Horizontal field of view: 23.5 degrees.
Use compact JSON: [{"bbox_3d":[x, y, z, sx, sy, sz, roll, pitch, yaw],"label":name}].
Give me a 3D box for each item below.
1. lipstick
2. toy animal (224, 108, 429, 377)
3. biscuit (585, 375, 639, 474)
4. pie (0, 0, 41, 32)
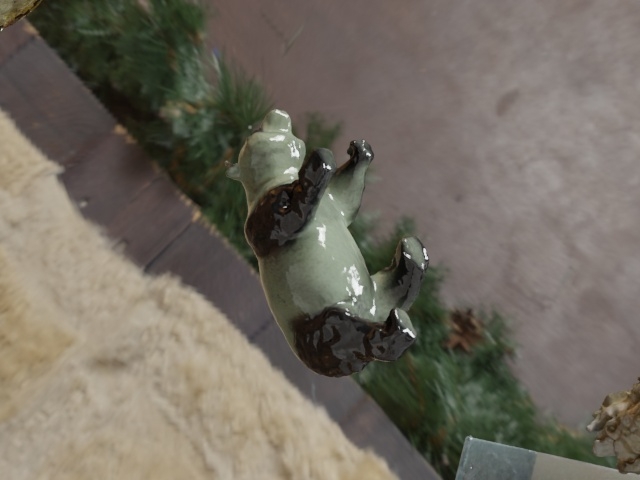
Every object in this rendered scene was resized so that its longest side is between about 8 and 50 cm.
[{"bbox_3d":[0.269,0.230,1.258,0.317,0.068,0.066,11,73,18],"label":"lipstick"},{"bbox_3d":[0.000,0.000,1.200,0.121,0.094,0.225,-31,80,32],"label":"toy animal"},{"bbox_3d":[0.308,0.111,1.035,0.239,0.108,0.062,2,49,-15],"label":"biscuit"},{"bbox_3d":[-0.180,-0.187,0.980,0.339,0.339,0.077,-33,107,0],"label":"pie"}]
